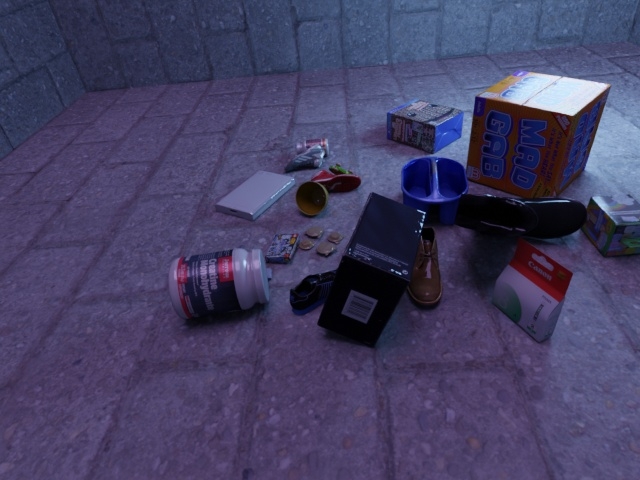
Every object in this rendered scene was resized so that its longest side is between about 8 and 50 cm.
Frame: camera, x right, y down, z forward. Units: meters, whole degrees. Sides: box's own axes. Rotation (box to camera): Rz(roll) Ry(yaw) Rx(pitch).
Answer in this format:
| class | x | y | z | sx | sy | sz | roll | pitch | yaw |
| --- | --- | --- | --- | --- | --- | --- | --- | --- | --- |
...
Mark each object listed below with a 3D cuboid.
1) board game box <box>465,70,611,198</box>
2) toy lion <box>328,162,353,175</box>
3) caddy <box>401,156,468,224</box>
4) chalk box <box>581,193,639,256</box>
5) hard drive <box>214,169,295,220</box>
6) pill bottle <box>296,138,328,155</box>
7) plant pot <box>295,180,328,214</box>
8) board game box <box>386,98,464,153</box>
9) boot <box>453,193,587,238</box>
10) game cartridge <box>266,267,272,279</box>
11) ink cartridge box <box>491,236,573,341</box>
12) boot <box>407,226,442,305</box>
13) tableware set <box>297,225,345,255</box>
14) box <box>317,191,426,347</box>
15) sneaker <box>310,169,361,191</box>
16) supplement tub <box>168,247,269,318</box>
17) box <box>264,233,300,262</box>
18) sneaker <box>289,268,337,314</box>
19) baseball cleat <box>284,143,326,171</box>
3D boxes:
| class | x | y | z | sx | sy | sz | roll | pitch | yaw |
| --- | --- | --- | --- | --- | --- | --- | --- | --- | --- |
| board game box | 0.840 | -0.419 | 1.751 | 0.356 | 0.356 | 0.357 | 28 | 49 | 36 |
| toy lion | 0.086 | -0.303 | 1.960 | 0.100 | 0.096 | 0.034 | 27 | 80 | -8 |
| caddy | 0.429 | -0.207 | 1.688 | 0.242 | 0.179 | 0.341 | 1 | 38 | 9 |
| chalk box | 0.961 | -0.035 | 1.418 | 0.133 | 0.132 | 0.213 | -3 | 38 | 3 |
| hard drive | -0.277 | -0.201 | 1.908 | 0.203 | 0.040 | 0.307 | 16 | 43 | 27 |
| pill bottle | -0.037 | -0.447 | 2.153 | 0.152 | 0.086 | 0.086 | -4 | 37 | 3 |
| plant pot | -0.020 | -0.172 | 1.773 | 0.134 | 0.134 | 0.095 | 10 | 12 | 21 |
| board game box | 0.511 | -0.569 | 2.180 | 0.232 | 0.141 | 0.291 | -33 | 44 | -30 |
| boot | 0.619 | -0.079 | 1.335 | 0.367 | 0.146 | 0.445 | -1 | -1 | 24 |
| game cartridge | -0.206 | 0.117 | 1.499 | 0.083 | 0.017 | 0.056 | -7 | 33 | 0 |
| ink cartridge box | 0.556 | 0.131 | 1.184 | 0.056 | 0.224 | 0.181 | -19 | 38 | -17 |
| boot | 0.326 | 0.072 | 1.393 | 0.113 | 0.115 | 0.305 | 2 | 39 | 9 |
| tableware set | 0.000 | 0.000 | 1.616 | 0.169 | 0.020 | 0.141 | 14 | 41 | 28 |
| box | 0.146 | 0.078 | 1.234 | 0.183 | 0.296 | 0.294 | 22 | 43 | 4 |
| sneaker | 0.061 | -0.272 | 1.908 | 0.222 | 0.087 | 0.128 | -4 | 40 | 2 |
| supplement tub | -0.306 | 0.128 | 1.355 | 0.273 | 0.191 | 0.191 | -9 | 37 | -3 |
| box | -0.134 | 0.027 | 1.588 | 0.094 | 0.027 | 0.137 | -2 | 37 | 16 |
| sneaker | 0.002 | 0.137 | 1.375 | 0.232 | 0.090 | 0.081 | -33 | 44 | -30 |
| baseball cleat | -0.066 | -0.366 | 2.065 | 0.206 | 0.072 | 0.109 | -38 | 81 | -5 |
